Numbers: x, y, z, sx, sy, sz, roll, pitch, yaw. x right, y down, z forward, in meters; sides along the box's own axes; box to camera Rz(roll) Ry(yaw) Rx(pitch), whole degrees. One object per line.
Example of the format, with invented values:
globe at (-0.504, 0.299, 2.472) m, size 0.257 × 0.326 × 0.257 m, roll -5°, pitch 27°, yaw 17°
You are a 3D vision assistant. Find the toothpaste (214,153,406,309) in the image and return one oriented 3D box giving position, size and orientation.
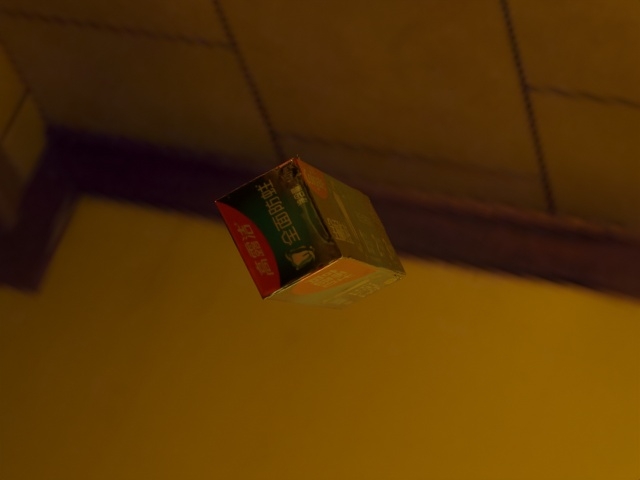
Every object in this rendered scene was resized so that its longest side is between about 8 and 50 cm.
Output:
toothpaste at (0.000, 0.001, 1.355) m, size 0.066 × 0.076 × 0.320 m, roll -28°, pitch 172°, yaw 8°
